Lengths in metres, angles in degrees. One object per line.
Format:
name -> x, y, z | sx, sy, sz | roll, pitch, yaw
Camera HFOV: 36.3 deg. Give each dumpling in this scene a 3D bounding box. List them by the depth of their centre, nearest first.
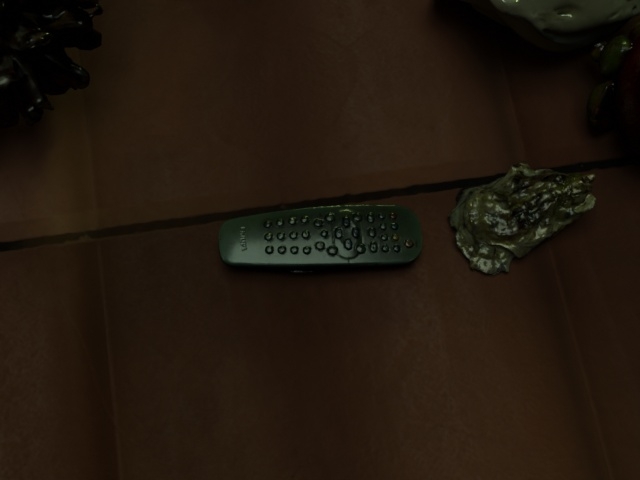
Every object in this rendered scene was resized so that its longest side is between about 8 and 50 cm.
dumpling -> 0.278, -0.334, 1.167 | 0.318, 0.187, 0.242 | -35, 34, -22

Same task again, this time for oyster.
oyster -> 0.220, -0.039, 1.084 | 0.165, 0.053, 0.108 | -28, 62, -5

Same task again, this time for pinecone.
pinecone -> -0.366, -0.250, 1.046 | 0.298, 0.242, 0.296 | -27, 70, -2

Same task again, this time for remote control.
remote control -> 0.000, 0.000, 1.065 | 0.221, 0.042, 0.072 | -3, 69, -4

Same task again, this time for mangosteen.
mangosteen -> 0.389, -0.176, 1.089 | 0.199, 0.200, 0.200 | 1, 69, -1
